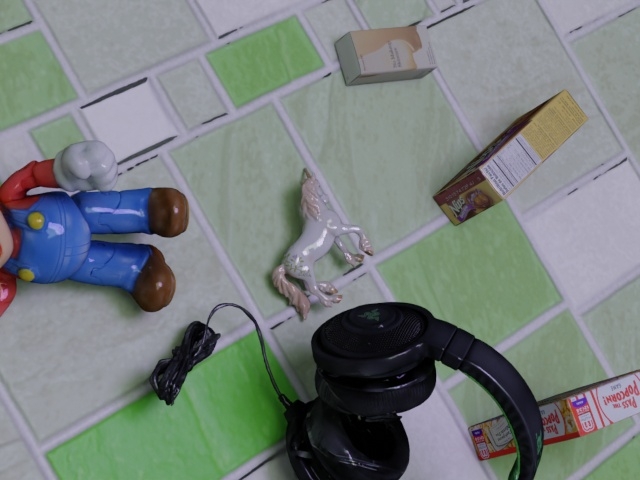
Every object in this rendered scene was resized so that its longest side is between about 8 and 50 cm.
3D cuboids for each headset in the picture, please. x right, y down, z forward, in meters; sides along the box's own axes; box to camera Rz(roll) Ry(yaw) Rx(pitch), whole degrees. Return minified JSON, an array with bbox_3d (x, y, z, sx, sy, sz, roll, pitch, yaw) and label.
[{"bbox_3d":[0.029,0.181,1.383,0.394,0.243,0.185,23,32,12],"label":"headset"}]

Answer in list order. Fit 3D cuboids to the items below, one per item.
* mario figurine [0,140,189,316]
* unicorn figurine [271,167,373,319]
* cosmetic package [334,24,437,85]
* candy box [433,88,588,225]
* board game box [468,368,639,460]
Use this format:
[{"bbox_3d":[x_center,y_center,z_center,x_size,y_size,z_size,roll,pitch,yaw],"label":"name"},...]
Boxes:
[{"bbox_3d":[-0.283,0.014,1.306,0.320,0.170,0.198,1,75,-29],"label":"mario figurine"},{"bbox_3d":[0.000,0.000,1.521,0.111,0.060,0.162,39,60,-12],"label":"unicorn figurine"},{"bbox_3d":[0.081,-0.228,1.650,0.115,0.041,0.060,-11,80,-30],"label":"cosmetic package"},{"bbox_3d":[0.234,-0.102,1.650,0.186,0.109,0.053,-40,94,-31],"label":"candy box"},{"bbox_3d":[0.282,0.196,1.529,0.146,0.193,0.045,-15,81,-30],"label":"board game box"}]
